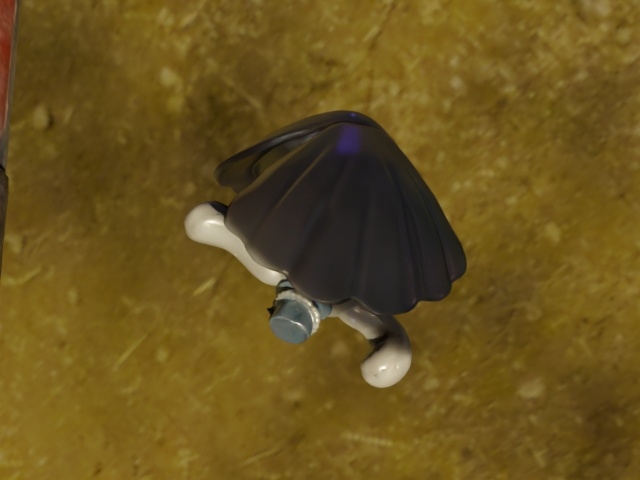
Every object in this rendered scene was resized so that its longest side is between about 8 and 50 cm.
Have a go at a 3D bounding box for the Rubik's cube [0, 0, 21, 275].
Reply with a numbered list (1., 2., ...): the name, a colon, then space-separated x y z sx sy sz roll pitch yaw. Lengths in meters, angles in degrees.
1. Rubik's cube: -0.292 -0.018 0.439 0.303 0.301 0.305 54 28 -50

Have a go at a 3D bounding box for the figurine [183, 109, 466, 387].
1. figurine: 0.000 0.000 0.535 0.094 0.082 0.086 11 55 -13
